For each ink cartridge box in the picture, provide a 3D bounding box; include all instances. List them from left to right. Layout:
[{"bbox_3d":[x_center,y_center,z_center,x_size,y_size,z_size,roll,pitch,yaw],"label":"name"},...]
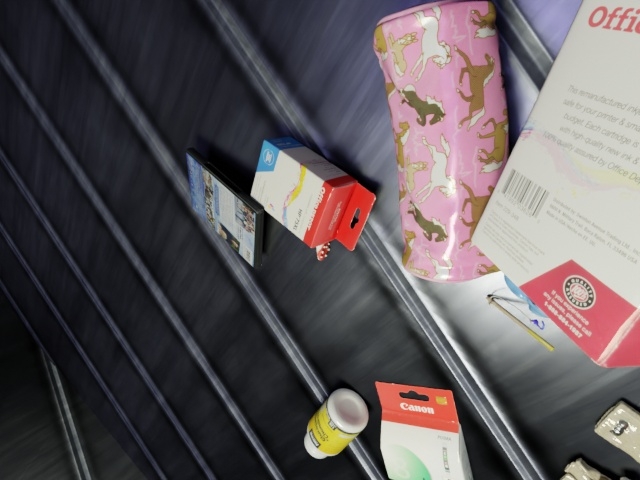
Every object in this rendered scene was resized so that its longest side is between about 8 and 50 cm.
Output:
[{"bbox_3d":[-0.022,-0.084,0.783,0.231,0.077,0.134,38,126,26],"label":"ink cartridge box"},{"bbox_3d":[0.211,0.421,0.878,0.180,0.056,0.225,-7,107,35],"label":"ink cartridge box"},{"bbox_3d":[0.312,-0.066,0.404,0.226,0.131,0.307,-112,32,-54],"label":"ink cartridge box"}]

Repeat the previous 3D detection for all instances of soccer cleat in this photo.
[{"bbox_3d":[0.000,0.000,0.857,0.035,0.029,0.084,20,116,35],"label":"soccer cleat"}]

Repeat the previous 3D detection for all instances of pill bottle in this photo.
[{"bbox_3d":[0.030,0.440,0.973,0.103,0.103,0.184,39,126,14],"label":"pill bottle"}]

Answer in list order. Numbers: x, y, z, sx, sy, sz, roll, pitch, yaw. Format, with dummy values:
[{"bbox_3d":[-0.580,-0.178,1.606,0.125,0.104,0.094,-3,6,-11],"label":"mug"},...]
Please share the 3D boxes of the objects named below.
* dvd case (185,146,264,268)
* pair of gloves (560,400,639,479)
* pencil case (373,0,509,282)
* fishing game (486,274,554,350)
[{"bbox_3d":[-0.216,-0.072,0.922,0.253,0.022,0.181,40,142,24],"label":"dvd case"},{"bbox_3d":[0.522,0.398,0.655,0.204,0.042,0.241,30,117,33],"label":"pair of gloves"},{"bbox_3d":[0.179,-0.127,0.600,0.159,0.167,0.387,-11,106,0],"label":"pencil case"},{"bbox_3d":[0.338,0.025,0.599,0.189,0.041,0.265,-137,44,-55],"label":"fishing game"}]
